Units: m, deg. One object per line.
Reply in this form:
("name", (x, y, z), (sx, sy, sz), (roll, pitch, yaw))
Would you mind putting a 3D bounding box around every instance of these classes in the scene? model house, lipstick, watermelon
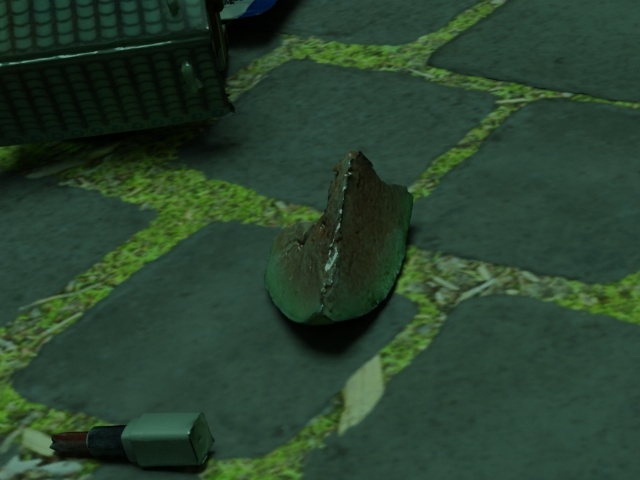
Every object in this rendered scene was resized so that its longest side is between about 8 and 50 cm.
("model house", (-0.182, -0.187, 1.450), (0.224, 0.198, 0.215), (-6, 27, 7))
("lipstick", (-0.118, 0.121, 1.079), (0.107, 0.025, 0.025), (-4, 29, 25))
("watermelon", (0.003, 0.011, 1.187), (0.101, 0.080, 0.155), (-13, 44, 15))

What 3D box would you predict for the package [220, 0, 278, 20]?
("package", (-0.101, -0.228, 1.649), (0.173, 0.027, 0.171), (-8, 25, 24))
